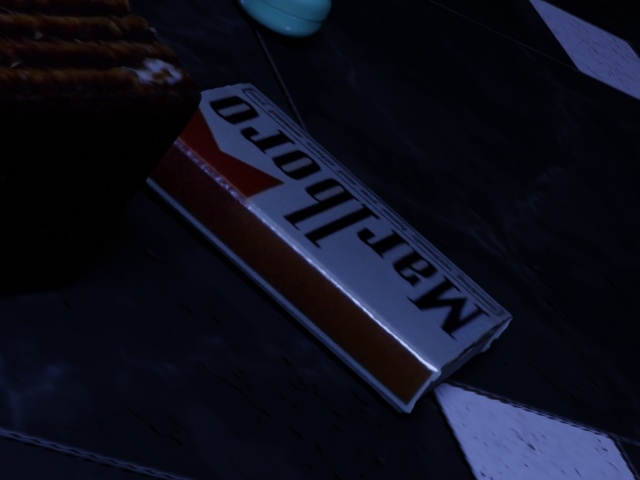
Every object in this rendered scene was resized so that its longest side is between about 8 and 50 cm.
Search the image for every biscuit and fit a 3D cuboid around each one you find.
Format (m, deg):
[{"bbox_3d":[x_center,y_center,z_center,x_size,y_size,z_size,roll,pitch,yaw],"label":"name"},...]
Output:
[{"bbox_3d":[-0.189,-0.027,0.572,0.073,0.107,0.388,49,26,20],"label":"biscuit"}]

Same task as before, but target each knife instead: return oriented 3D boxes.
[{"bbox_3d":[-0.071,-0.200,1.163,0.063,0.034,0.260,7,30,-37],"label":"knife"}]

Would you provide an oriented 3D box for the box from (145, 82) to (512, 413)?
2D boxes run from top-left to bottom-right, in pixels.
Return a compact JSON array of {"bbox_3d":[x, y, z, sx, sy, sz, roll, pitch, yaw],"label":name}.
[{"bbox_3d":[0.000,0.000,0.869,0.177,0.036,0.115,42,24,11],"label":"box"}]
